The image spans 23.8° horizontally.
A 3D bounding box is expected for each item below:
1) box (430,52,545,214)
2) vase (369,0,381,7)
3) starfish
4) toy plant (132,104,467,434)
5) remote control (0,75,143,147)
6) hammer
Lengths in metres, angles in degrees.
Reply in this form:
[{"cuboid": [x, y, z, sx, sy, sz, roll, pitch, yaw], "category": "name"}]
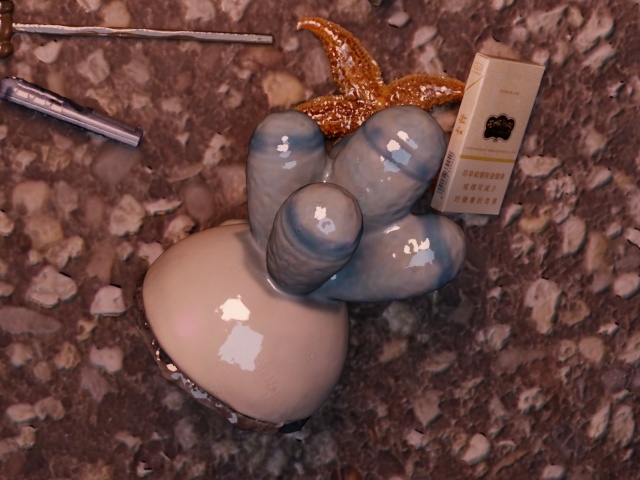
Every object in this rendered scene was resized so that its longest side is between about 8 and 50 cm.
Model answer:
[{"cuboid": [0.174, -0.108, 1.578, 0.090, 0.024, 0.167, 2, 110, -42], "category": "box"}, {"cuboid": [0.013, -0.303, 1.504, 0.148, 0.081, 0.081, 31, 101, -9], "category": "vase"}, {"cuboid": [0.044, -0.128, 1.576, 0.227, 0.043, 0.240, -33, 104, 4], "category": "starfish"}, {"cuboid": [0.000, 0.000, 1.479, 0.247, 0.247, 0.332, 34, 115, -14], "category": "toy plant"}, {"cuboid": [-0.254, -0.131, 1.546, 0.152, 0.043, 0.027, 22, 96, -10], "category": "remote control"}, {"cuboid": [-0.192, -0.209, 1.540, 0.292, 0.029, 0.058, 2, 108, -8], "category": "hammer"}]
